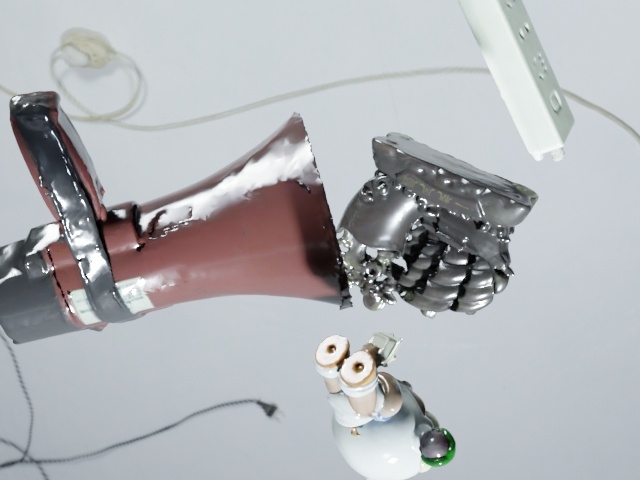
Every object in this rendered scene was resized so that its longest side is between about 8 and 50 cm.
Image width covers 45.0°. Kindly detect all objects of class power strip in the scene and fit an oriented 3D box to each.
[{"bbox_3d":[0.288,-0.259,1.127,0.058,0.098,0.338,-16,113,38],"label":"power strip"}]

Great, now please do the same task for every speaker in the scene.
[{"bbox_3d":[-0.142,-0.005,0.699,0.329,0.259,0.198,-13,73,-7],"label":"speaker"}]

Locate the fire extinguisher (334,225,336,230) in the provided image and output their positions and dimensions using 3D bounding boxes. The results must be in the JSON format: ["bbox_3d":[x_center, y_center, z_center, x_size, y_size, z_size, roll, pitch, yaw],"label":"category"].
[{"bbox_3d":[0.000,0.000,1.172,0.038,0.025,0.083,20,99,-3],"label":"fire extinguisher"}]

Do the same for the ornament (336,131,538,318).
[{"bbox_3d":[0.134,0.010,1.028,0.251,0.106,0.260,25,116,17],"label":"ornament"}]

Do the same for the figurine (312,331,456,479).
[{"bbox_3d":[0.051,0.139,0.658,0.147,0.093,0.197,34,152,35],"label":"figurine"}]
